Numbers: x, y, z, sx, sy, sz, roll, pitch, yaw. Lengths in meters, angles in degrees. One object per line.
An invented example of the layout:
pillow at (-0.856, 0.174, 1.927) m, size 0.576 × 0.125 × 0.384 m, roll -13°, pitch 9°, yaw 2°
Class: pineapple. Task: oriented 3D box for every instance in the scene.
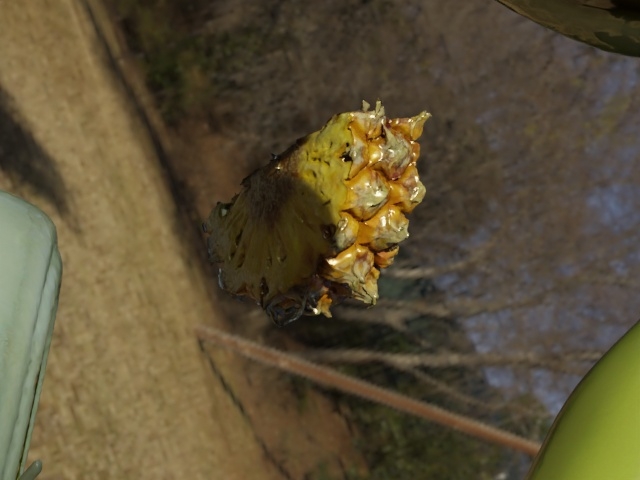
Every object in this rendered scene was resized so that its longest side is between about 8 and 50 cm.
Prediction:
pineapple at (-0.001, 0.000, 1.009) m, size 0.233 × 0.079 × 0.135 m, roll -35°, pitch -124°, yaw 46°

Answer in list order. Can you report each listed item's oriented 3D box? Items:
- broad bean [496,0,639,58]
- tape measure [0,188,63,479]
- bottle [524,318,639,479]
broad bean at (0.078, -0.173, 0.423) m, size 0.263 × 0.189 × 0.121 m, roll 58°, pitch -14°, yaw 11°
tape measure at (-0.107, 0.037, 0.323) m, size 0.330 × 0.084 × 0.164 m, roll 128°, pitch -34°, yaw -70°
bottle at (0.174, 0.123, 0.713) m, size 0.112 × 0.260 × 0.112 m, roll 27°, pitch -22°, yaw 11°
